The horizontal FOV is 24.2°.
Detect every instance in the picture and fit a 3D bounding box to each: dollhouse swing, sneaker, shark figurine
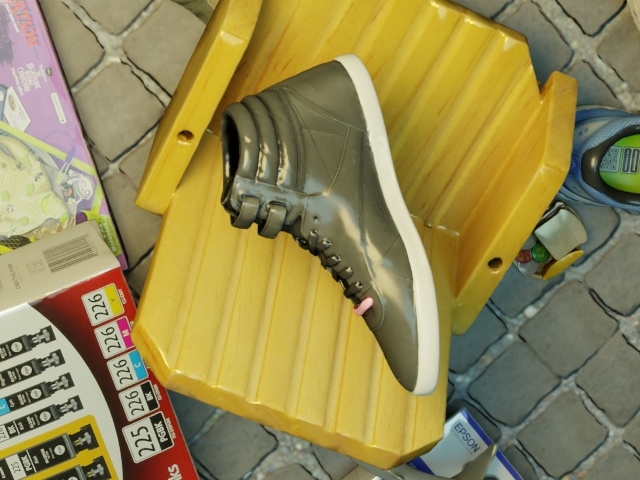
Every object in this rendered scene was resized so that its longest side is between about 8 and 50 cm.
[{"bbox_3d":[0.031,-0.033,1.332,0.346,0.305,0.315,23,120,-13],"label":"dollhouse swing"},{"bbox_3d":[0.000,0.000,1.240,0.146,0.104,0.296,-15,82,-16],"label":"sneaker"},{"bbox_3d":[0.389,-0.070,1.477,0.329,0.147,0.130,-3,104,-9],"label":"sneaker"},{"bbox_3d":[0.042,0.178,1.468,0.166,0.116,0.278,-39,82,9],"label":"shark figurine"}]

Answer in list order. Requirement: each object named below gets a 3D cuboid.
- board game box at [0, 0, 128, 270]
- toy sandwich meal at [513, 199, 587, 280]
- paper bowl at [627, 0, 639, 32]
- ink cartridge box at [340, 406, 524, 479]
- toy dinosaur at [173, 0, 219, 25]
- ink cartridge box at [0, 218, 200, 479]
[{"bbox_3d":[-0.333,-0.104,1.414,0.208,0.056,0.347,-17,105,0],"label":"board game box"},{"bbox_3d":[0.234,0.003,1.531,0.085,0.029,0.086,-2,103,-8],"label":"toy sandwich meal"},{"bbox_3d":[0.430,-0.272,1.435,0.284,0.148,0.284,-2,104,-8],"label":"paper bowl"},{"bbox_3d":[0.052,0.342,1.566,0.371,0.069,0.176,-38,105,4],"label":"ink cartridge box"},{"bbox_3d":[-0.114,-0.260,1.403,0.118,0.064,0.268,-42,109,17],"label":"toy dinosaur"},{"bbox_3d":[-0.277,0.180,1.403,0.271,0.130,0.310,-22,116,-10],"label":"ink cartridge box"}]
